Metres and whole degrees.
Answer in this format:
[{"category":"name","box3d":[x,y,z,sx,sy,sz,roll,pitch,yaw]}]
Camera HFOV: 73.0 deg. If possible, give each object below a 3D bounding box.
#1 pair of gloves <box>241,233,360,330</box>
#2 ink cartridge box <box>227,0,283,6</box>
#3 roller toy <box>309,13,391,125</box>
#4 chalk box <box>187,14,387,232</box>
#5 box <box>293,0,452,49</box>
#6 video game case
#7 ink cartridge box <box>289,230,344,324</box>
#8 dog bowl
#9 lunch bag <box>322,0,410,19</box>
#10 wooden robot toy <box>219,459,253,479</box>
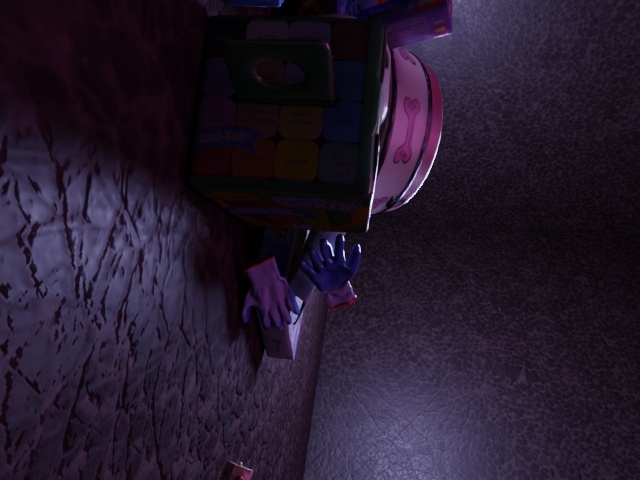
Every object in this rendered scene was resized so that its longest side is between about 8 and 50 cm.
[{"category":"pair of gloves","box3d":[-0.029,0.069,0.643,0.023,0.199,0.159,-118,-170,-46]},{"category":"ink cartridge box","box3d":[-0.066,-0.349,0.441,0.104,0.060,0.180,-79,172,-48]},{"category":"roller toy","box3d":[0.020,-0.268,0.729,0.209,0.191,0.146,78,17,-72]},{"category":"chalk box","box3d":[-0.025,-0.118,0.480,0.289,0.181,0.178,51,44,-81]},{"category":"box","box3d":[0.089,-0.432,0.793,0.057,0.294,0.200,44,47,-54]},{"category":"video game case","box3d":[-0.065,0.052,0.837,0.244,0.061,0.269,87,10,-49]},{"category":"ink cartridge box","box3d":[0.000,0.000,0.760,0.223,0.045,0.223,-72,-172,-65]},{"category":"dog bowl","box3d":[0.105,-0.239,0.958,0.408,0.151,0.407,-175,-90,-65]},{"category":"lunch bag","box3d":[0.024,-0.481,0.592,0.293,0.138,0.220,26,45,-77]},{"category":"wooden robot toy","box3d":[-0.133,0.352,0.512,0.079,0.076,0.173,-21,-122,56]}]
